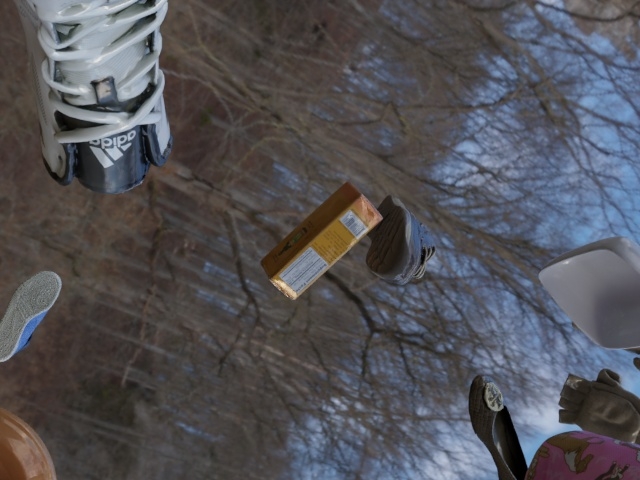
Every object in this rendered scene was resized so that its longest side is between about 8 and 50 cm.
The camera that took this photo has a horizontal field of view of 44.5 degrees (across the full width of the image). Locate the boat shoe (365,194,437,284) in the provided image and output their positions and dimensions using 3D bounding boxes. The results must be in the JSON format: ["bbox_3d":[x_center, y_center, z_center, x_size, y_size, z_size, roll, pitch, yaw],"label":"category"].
[{"bbox_3d":[0.177,0.005,1.597,0.132,0.130,0.355,-55,-170,18],"label":"boat shoe"}]

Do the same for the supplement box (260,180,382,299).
[{"bbox_3d":[0.000,0.000,1.469,0.233,0.080,0.078,-41,-149,3],"label":"supplement box"}]

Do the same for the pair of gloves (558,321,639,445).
[{"bbox_3d":[0.479,0.202,1.198,0.204,0.042,0.240,14,-83,28],"label":"pair of gloves"}]

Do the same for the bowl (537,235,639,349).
[{"bbox_3d":[0.344,0.056,0.910,0.053,0.142,0.142,-44,-174,-28],"label":"bowl"}]

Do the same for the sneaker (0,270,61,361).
[{"bbox_3d":[-0.446,0.114,1.176,0.152,0.058,0.084,-62,-166,-17],"label":"sneaker"}]

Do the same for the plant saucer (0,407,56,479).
[{"bbox_3d":[-0.379,0.267,0.811,0.037,0.200,0.200,175,-61,-81],"label":"plant saucer"}]

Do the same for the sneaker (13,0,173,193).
[{"bbox_3d":[-0.134,-0.148,0.554,0.447,0.169,0.257,-139,-142,-63],"label":"sneaker"}]

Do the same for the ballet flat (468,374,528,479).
[{"bbox_3d":[0.296,0.328,1.240,0.058,0.084,0.250,-9,-77,47],"label":"ballet flat"}]

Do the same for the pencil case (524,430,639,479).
[{"bbox_3d":[0.371,0.300,0.740,0.386,0.160,0.167,10,-88,57],"label":"pencil case"}]
